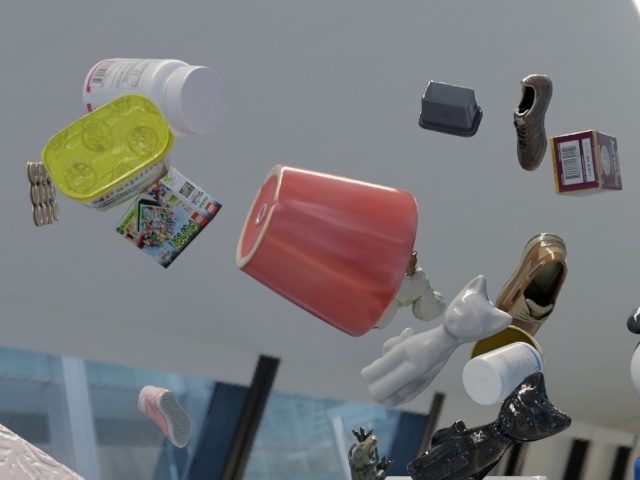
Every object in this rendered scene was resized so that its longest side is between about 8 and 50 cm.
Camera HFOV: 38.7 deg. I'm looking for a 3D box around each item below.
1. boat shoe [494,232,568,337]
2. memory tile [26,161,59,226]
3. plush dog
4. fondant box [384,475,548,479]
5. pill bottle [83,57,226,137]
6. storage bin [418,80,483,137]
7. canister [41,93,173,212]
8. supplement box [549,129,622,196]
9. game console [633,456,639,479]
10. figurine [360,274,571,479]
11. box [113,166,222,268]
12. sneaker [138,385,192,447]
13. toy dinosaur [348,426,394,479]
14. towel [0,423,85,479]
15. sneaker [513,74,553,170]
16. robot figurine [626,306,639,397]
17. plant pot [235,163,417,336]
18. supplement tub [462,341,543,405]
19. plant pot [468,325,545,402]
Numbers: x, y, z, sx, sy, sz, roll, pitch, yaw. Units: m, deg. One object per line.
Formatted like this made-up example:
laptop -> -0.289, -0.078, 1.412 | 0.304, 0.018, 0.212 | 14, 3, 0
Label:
boat shoe -> 0.506, 0.140, 2.194 | 0.122, 0.120, 0.324 | 8, -59, -6
memory tile -> -0.485, -0.082, 1.597 | 0.012, 0.113, 0.148 | -6, 6, -3
plush dog -> 0.177, 0.094, 2.363 | 0.262, 0.211, 0.225 | -9, 23, -24
fondant box -> 0.238, 0.469, 1.247 | 0.238, 0.096, 0.330 | -10, -59, 33
pill bottle -> -0.343, -0.295, 1.891 | 0.283, 0.160, 0.160 | 10, -5, 36
storage bin -> 0.284, -0.299, 1.995 | 0.135, 0.098, 0.091 | 15, -24, 19
canister -> -0.220, -0.087, 0.975 | 0.126, 0.073, 0.170 | -33, 1, -8
supplement box -> 0.249, -0.071, 0.852 | 0.043, 0.055, 0.083 | -8, -3, 31
game console -> 0.635, 0.468, 1.411 | 0.173, 0.250, 0.293 | -24, -54, -13
figurine -> 0.172, 0.174, 1.088 | 0.092, 0.215, 0.209 | -3, -31, -46
box -> -0.250, -0.036, 1.470 | 0.114, 0.036, 0.207 | 37, -37, -10
sneaker -> -0.276, 0.305, 1.601 | 0.070, 0.051, 0.134 | 11, -45, 34
toy dinosaur -> 0.082, 0.391, 1.520 | 0.064, 0.118, 0.268 | -1, -51, 13
towel -> -0.570, 0.512, 1.757 | 0.332, 0.317, 0.053 | 40, -76, -16
sneaker -> 0.399, -0.227, 1.770 | 0.071, 0.189, 0.066 | -6, 17, -35
robot figurine -> 0.657, 0.220, 1.641 | 0.209, 0.174, 0.278 | 5, 8, 26
plant pot -> 0.000, 0.000, 1.584 | 0.243, 0.275, 0.275 | 22, -33, -14
supplement tub -> 0.260, 0.188, 1.294 | 0.107, 0.071, 0.071 | -12, -17, -42
plant pot -> 0.344, 0.222, 1.614 | 0.134, 0.134, 0.095 | -26, -24, 27
